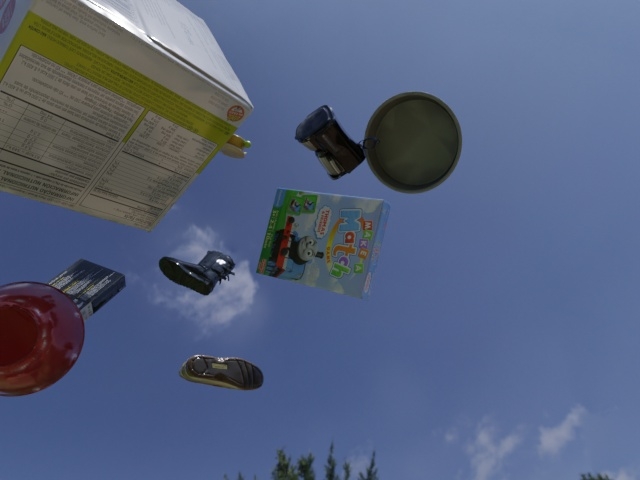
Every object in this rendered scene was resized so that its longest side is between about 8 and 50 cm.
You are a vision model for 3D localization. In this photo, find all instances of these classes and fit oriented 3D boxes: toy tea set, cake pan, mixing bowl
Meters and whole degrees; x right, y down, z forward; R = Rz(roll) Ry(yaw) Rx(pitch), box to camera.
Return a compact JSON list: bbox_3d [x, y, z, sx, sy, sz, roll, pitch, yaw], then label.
[{"bbox_3d":[-0.351,-0.333,1.275,0.336,0.124,0.200,12,-13,28],"label":"toy tea set"},{"bbox_3d":[0.273,-0.286,1.344,0.293,0.054,0.293,8,-72,26],"label":"cake pan"},{"bbox_3d":[-0.463,0.146,0.690,0.181,0.181,0.098,13,-17,-17],"label":"mixing bowl"}]

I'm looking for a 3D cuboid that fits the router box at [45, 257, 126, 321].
[{"bbox_3d":[-0.581,0.124,1.090,0.133,0.179,0.046,19,-56,11],"label":"router box"}]

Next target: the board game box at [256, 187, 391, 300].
[{"bbox_3d":[0.000,0.000,0.769,0.211,0.160,0.039,10,-7,31],"label":"board game box"}]

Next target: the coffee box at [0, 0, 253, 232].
[{"bbox_3d":[-0.391,-0.274,0.795,0.334,0.337,0.338,-44,-37,21],"label":"coffee box"}]

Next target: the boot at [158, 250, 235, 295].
[{"bbox_3d":[-0.229,0.048,0.865,0.121,0.099,0.045,27,-56,6],"label":"boot"}]

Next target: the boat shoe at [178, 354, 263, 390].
[{"bbox_3d":[-0.218,0.294,1.002,0.190,0.068,0.072,26,-46,-31],"label":"boat shoe"}]

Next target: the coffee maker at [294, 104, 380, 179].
[{"bbox_3d":[0.042,-0.285,1.263,0.171,0.120,0.178,-48,-45,-2],"label":"coffee maker"}]
